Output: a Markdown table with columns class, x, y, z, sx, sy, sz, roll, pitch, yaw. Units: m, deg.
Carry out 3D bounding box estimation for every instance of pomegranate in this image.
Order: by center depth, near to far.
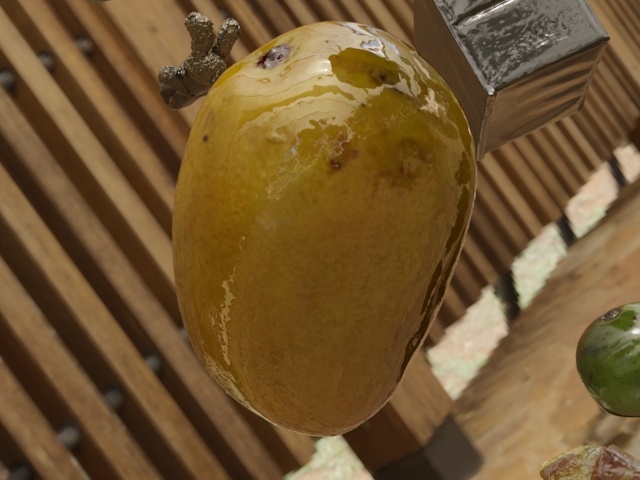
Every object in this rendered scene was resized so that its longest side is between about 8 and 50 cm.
| class | x | y | z | sx | sy | sz | roll | pitch | yaw |
| --- | --- | --- | --- | --- | --- | --- | --- | --- | --- |
| pomegranate | 0.482 | 0.202 | 1.809 | 0.187 | 0.225 | 0.187 | -26 | 5 | 3 |

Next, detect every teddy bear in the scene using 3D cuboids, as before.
| class | x | y | z | sx | sy | sz | roll | pitch | yaw |
| --- | --- | --- | --- | --- | --- | --- | --- | --- | --- |
| teddy bear | -0.173 | -0.246 | 1.772 | 0.119 | 0.078 | 0.160 | -1 | -41 | -42 |

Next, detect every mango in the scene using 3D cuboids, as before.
| class | x | y | z | sx | sy | sz | roll | pitch | yaw |
| --- | --- | --- | --- | --- | --- | --- | --- | --- | --- |
| mango | 0.000 | 0.000 | 1.246 | 0.300 | 0.445 | 0.232 | 1 | 27 | -10 |

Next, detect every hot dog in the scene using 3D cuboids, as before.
| class | x | y | z | sx | sy | sz | roll | pitch | yaw |
| --- | --- | --- | --- | --- | --- | --- | --- | --- | --- |
| hot dog | 0.483 | 0.402 | 1.977 | 0.123 | 0.262 | 0.093 | -68 | -15 | 6 |

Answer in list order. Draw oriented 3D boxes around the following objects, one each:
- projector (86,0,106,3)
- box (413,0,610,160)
| class | x | y | z | sx | sy | sz | roll | pitch | yaw |
| --- | --- | --- | --- | --- | --- | --- | --- | --- | --- |
| projector | -0.276 | -0.444 | 1.476 | 0.088 | 0.269 | 0.193 | -10 | -32 | 25 |
| box | 0.288 | -0.316 | 1.928 | 0.204 | 0.251 | 0.345 | -26 | -12 | -1 |
